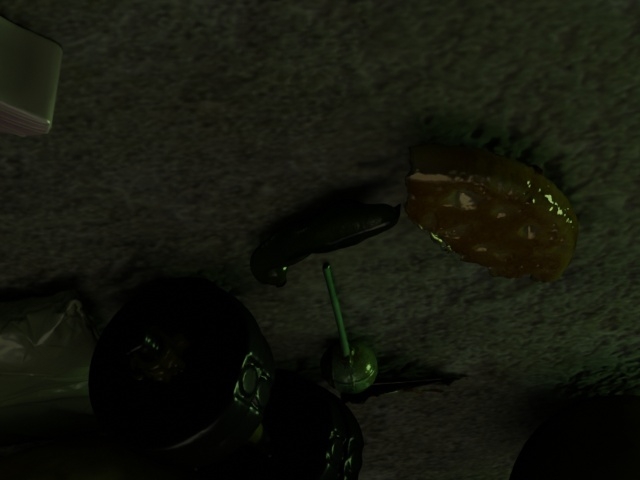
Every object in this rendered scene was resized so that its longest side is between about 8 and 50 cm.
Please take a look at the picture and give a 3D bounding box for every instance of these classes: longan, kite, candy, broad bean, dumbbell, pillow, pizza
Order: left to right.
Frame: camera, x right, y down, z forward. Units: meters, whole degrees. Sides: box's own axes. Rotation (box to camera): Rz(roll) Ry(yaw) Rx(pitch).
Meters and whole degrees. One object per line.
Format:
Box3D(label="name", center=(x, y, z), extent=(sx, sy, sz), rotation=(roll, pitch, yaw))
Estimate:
Box3D(label="pillow", center=(-0.339, 0.152, 1.536), extent=(0.274, 0.076, 0.281), rotation=(-9, 147, 9))
Box3D(label="dumbbell", center=(-0.089, 0.179, 1.482), extent=(0.185, 0.185, 0.388), rotation=(-15, 146, 21))
Box3D(label="broad bean", center=(-0.008, 0.000, 1.328), extent=(0.061, 0.046, 0.195), rotation=(8, 153, -35))
Box3D(label="candy", center=(0.019, 0.088, 1.477), extent=(0.061, 0.061, 0.202), rotation=(-5, 139, 7))
Box3D(label="kite", center=(0.080, 0.164, 1.568), extent=(0.190, 0.010, 0.159), rotation=(-7, 180, -40))
Box3D(label="pizza", center=(0.153, -0.030, 1.271), extent=(0.246, 0.058, 0.127), rotation=(23, 139, -35))
Box3D(label="longan", center=(0.345, 0.295, 1.620), extent=(0.300, 0.243, 0.300), rotation=(-12, 165, -3))

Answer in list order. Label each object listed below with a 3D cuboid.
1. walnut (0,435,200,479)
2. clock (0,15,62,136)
Box3D(label="walnut", center=(-0.268, 0.394, 1.580), extent=(0.381, 0.381, 0.381), rotation=(0, 148, 0))
Box3D(label="clock", center=(-0.312, -0.163, 1.035), extent=(0.290, 0.080, 0.275), rotation=(21, 142, -31))
